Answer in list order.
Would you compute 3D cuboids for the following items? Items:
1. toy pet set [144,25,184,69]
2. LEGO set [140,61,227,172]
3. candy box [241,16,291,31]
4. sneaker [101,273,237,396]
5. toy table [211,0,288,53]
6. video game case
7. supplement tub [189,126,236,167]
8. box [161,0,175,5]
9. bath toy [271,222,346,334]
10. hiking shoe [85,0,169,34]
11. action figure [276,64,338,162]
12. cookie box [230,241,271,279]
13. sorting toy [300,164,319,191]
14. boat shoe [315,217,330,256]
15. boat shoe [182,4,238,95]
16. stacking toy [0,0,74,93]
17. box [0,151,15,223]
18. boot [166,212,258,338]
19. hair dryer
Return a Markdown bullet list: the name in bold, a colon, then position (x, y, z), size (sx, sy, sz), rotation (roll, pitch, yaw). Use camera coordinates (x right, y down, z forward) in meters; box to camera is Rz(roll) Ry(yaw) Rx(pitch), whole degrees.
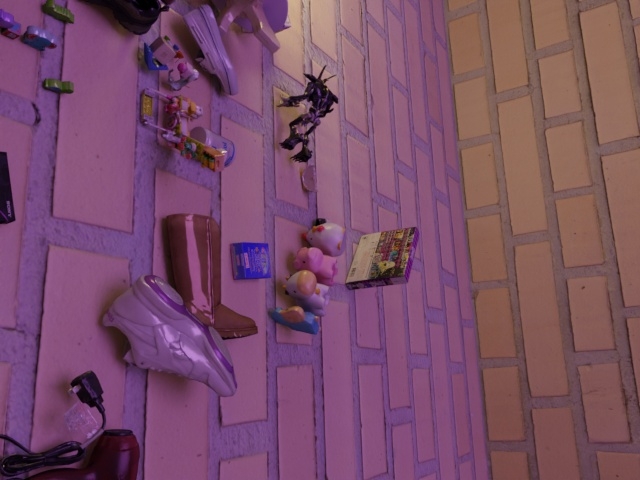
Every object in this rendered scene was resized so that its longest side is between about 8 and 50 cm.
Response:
- **toy pet set**: position (-0.360, -0.417, 1.258), size (0.122, 0.065, 0.114), rotation (40, 14, -51)
- **LEGO set**: position (-0.302, -0.246, 1.210), size (0.107, 0.132, 0.287), rotation (16, 45, -51)
- **candy box**: position (-0.175, -0.691, 1.615), size (0.165, 0.070, 0.196), rotation (-30, 107, -58)
- **sneaker**: position (-0.283, 0.206, 1.104), size (0.305, 0.152, 0.114), rotation (52, -1, -21)
- **toy table**: position (-0.196, -0.597, 1.417), size (0.274, 0.252, 0.160), rotation (28, 39, -28)
- **video game case**: position (0.207, 0.058, 1.892), size (0.041, 0.210, 0.232), rotation (58, 36, -33)
- **supplement tub**: position (-0.254, -0.217, 1.340), size (0.107, 0.071, 0.070), rotation (18, 66, -56)
- **box**: position (-0.392, -0.659, 1.095), size (0.381, 0.143, 0.191), rotation (50, -1, -41)
- **bath toy**: position (-0.025, 0.084, 1.585), size (0.151, 0.129, 0.348), rotation (84, 20, -50)
- **hiking shoe**: position (-0.407, -0.503, 1.109), size (0.227, 0.114, 0.086), rotation (26, 58, -40)
- **action figure**: position (-0.046, -0.378, 1.677), size (0.164, 0.141, 0.275), rotation (35, 68, -48)
- **cookie box**: position (-0.172, 0.051, 1.426), size (0.107, 0.040, 0.091), rotation (5, 78, -59)
- **sorting toy**: position (-0.024, -0.183, 1.749), size (0.075, 0.045, 0.083), rotation (-1, 81, -67)
- **boat shoe**: position (0.000, 0.000, 1.733), size (0.040, 0.049, 0.142), rotation (11, 73, -21)
- **boat shoe**: position (-0.269, -0.450, 1.389), size (0.083, 0.076, 0.226), rotation (48, -20, 52)
- **stacking toy**: position (-0.511, -0.361, 0.973), size (0.221, 0.052, 0.166), rotation (14, 70, -58)
- **box**: position (-0.544, -0.082, 0.855), size (0.162, 0.029, 0.116), rotation (-5, 86, -61)
- **boot**: position (-0.232, 0.085, 1.271), size (0.236, 0.089, 0.269), rotation (12, 70, -58)
- **hair dryer**: position (-0.403, 0.384, 0.937), size (0.224, 0.080, 0.293), rotation (-39, 110, -39)
